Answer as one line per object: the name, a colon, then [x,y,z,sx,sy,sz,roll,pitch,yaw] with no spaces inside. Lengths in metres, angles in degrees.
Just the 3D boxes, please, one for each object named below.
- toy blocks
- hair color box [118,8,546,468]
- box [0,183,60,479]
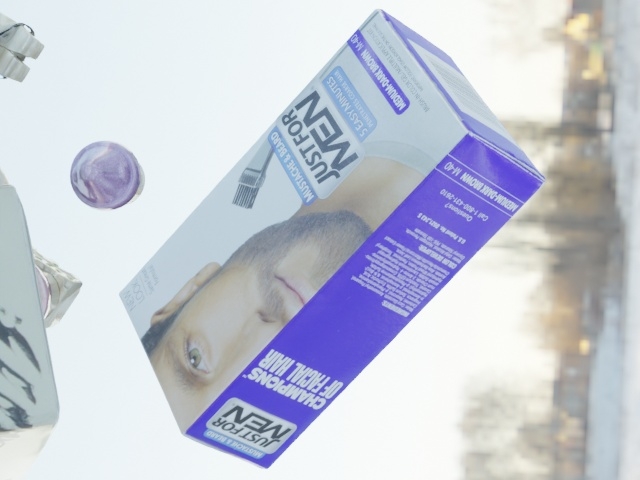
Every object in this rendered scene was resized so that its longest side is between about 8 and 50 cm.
toy blocks: [-0.309,-0.031,1.278,0.309,0.289,0.260,-57,-8,3]
hair color box: [0.000,0.000,1.442,0.110,0.339,0.185,27,-158,-40]
box: [-0.237,0.052,0.609,0.113,0.275,0.094,127,132,-62]
